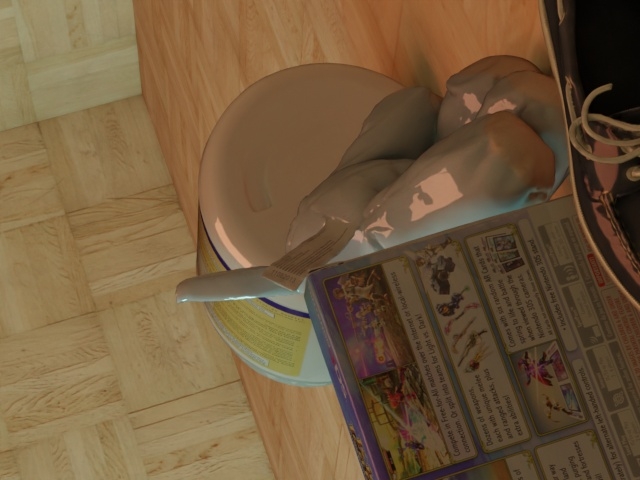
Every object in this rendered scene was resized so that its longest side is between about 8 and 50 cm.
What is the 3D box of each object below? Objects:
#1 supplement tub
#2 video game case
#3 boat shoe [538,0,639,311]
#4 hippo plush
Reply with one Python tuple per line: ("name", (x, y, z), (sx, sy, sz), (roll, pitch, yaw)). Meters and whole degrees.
("supplement tub", (0.000, 0.000, 1.657), (0.331, 0.241, 0.241), (104, 149, -69))
("video game case", (0.145, 0.114, 1.049), (0.061, 0.244, 0.269), (105, 147, -71))
("boat shoe", (0.187, -0.071, 0.989), (0.079, 0.095, 0.254), (69, -169, -75))
("hippo plush", (0.112, 0.031, 1.222), (0.234, 0.294, 0.236), (-10, 118, 49))
